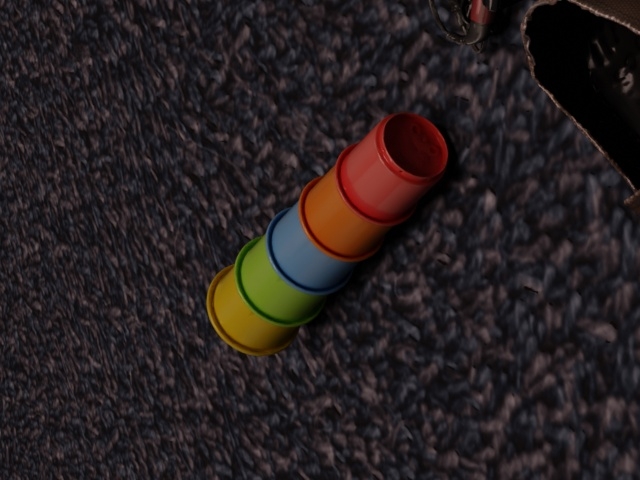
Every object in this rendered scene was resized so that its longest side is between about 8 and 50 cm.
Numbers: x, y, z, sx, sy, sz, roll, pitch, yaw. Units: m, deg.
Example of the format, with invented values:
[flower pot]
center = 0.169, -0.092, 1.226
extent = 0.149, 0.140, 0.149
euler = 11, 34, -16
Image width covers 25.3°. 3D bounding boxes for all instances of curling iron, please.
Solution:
[curling iron]
center = 0.120, -0.258, 0.971
extent = 0.068, 0.035, 0.274
euler = 45, 135, 47

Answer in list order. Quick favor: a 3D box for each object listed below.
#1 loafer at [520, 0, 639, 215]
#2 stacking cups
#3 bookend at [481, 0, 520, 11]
[loafer]
center = 0.223, -0.023, 0.755
extent = 0.366, 0.130, 0.134
euler = 53, 140, 41
[stacking cups]
center = 0.000, 0.000, 1.192
extent = 0.316, 0.096, 0.096
euler = -46, 58, 55
[bookend]
center = 0.065, -0.197, 0.901
extent = 0.156, 0.157, 0.072
euler = 9, 109, 22
